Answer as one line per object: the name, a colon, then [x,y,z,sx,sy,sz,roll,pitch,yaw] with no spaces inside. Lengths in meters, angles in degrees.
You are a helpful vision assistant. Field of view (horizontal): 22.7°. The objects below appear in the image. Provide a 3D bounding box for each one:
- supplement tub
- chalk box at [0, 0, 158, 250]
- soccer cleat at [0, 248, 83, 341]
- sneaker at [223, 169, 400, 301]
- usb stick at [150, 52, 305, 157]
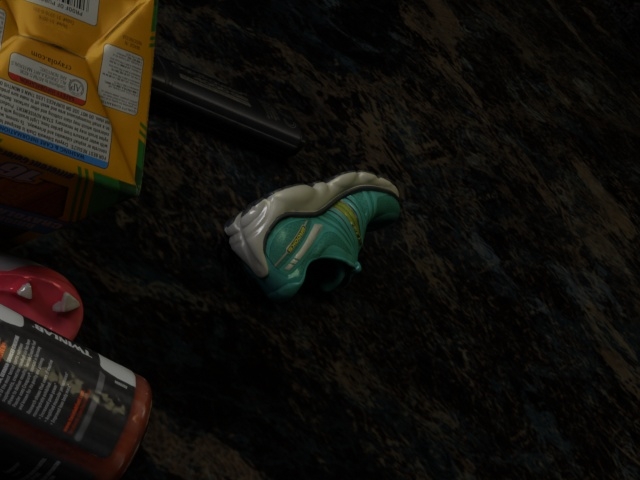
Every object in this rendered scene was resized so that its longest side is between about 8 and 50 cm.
supplement tub: [-0.223,0.101,1.105,0.198,0.106,0.106,30,26,-21]
chalk box: [-0.281,-0.103,1.226,0.180,0.289,0.179,18,65,-35]
soccer cleat: [-0.295,0.021,1.196,0.248,0.083,0.095,23,0,-23]
sneaker: [0.000,0.000,1.631,0.275,0.107,0.110,-19,81,-57]
usb stick: [-0.135,-0.156,1.735,0.278,0.045,0.077,20,24,-36]
